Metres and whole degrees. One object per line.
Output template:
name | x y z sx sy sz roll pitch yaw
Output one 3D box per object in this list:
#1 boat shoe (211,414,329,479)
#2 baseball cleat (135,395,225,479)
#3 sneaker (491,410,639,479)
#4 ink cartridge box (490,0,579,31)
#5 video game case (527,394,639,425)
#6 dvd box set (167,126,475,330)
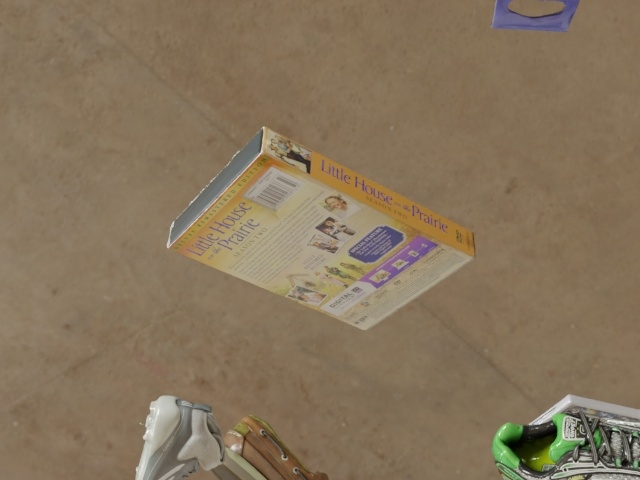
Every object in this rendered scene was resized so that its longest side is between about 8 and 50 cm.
boat shoe | -0.021 0.383 1.311 0.307 0.104 0.111 45 148 -4
baseball cleat | -0.177 0.282 1.091 0.110 0.072 0.205 12 122 -7
sneaker | 0.375 0.288 1.139 0.344 0.134 0.146 -17 126 37
ink cartridge box | 0.263 -0.435 0.988 0.270 0.151 0.395 1 104 -5
video game case | 0.525 0.370 1.782 0.191 0.022 0.173 15 139 -19
dvd box set | 0.000 0.000 1.488 0.421 0.062 0.308 24 138 -25
